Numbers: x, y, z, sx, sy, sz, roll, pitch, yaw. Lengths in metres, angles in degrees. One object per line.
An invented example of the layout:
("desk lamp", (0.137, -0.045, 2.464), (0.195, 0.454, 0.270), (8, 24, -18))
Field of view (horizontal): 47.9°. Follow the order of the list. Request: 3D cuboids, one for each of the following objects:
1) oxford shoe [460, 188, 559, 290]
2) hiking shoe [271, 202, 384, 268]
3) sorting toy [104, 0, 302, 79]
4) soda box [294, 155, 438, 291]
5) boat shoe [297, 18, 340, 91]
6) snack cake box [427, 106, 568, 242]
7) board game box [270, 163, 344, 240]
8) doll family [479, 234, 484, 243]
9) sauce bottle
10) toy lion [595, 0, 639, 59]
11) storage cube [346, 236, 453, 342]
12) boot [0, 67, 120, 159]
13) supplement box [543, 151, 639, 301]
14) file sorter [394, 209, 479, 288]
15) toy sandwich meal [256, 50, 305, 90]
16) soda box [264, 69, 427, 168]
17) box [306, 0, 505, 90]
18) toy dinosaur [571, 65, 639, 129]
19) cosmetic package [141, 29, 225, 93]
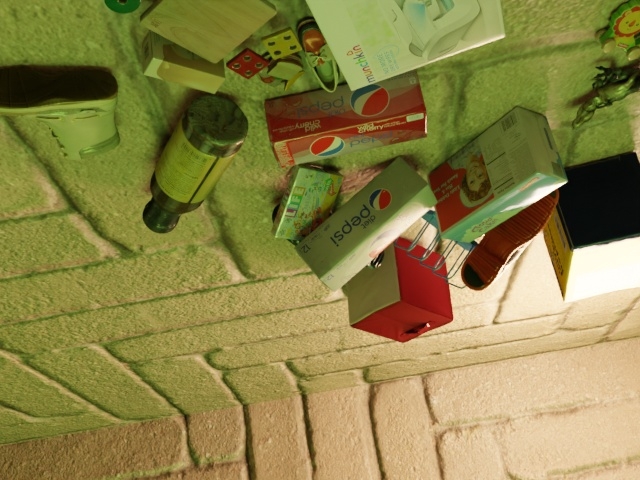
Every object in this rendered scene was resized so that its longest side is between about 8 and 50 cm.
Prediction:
("oxford shoe", (0.396, -0.014, 1.502), (0.271, 0.097, 0.098), (-52, 160, 21))
("hiking shoe", (0.000, 0.000, 1.606), (0.304, 0.113, 0.132), (26, 159, -34))
("sorting toy", (-0.147, -0.316, 0.984), (0.132, 0.046, 0.274), (-29, 148, 34))
("soda box", (0.093, -0.031, 1.453), (0.286, 0.098, 0.091), (-42, 150, 1))
("boat shoe", (-0.001, -0.282, 1.105), (0.049, 0.043, 0.137), (-12, 153, 10))
("snack cake box", (0.339, -0.121, 1.420), (0.089, 0.152, 0.264), (9, 149, -34))
("board game box", (-0.027, -0.073, 1.447), (0.103, 0.026, 0.154), (8, 114, -31))
("doll family", (0.380, -0.057, 1.634), (0.163, 0.118, 0.263), (-30, 159, 9))
("sauce bottle", (-0.240, -0.119, 1.281), (0.111, 0.111, 0.344), (7, 150, -30))
("toy lion", (0.503, -0.345, 1.164), (0.100, 0.034, 0.096), (7, 142, -30))
("storage cube", (0.194, 0.124, 1.816), (0.193, 0.215, 0.184), (21, 142, -36))
("boot", (-0.421, -0.190, 1.118), (0.213, 0.077, 0.165), (-5, 156, -15))
("supplement box", (0.645, -0.019, 1.682), (0.194, 0.195, 0.356), (-13, 153, 9))
("file sorter", (0.267, 0.017, 1.606), (0.170, 0.104, 0.118), (35, 177, -17))
("toy sandwich meal", (-0.062, -0.266, 1.133), (0.086, 0.029, 0.085), (-7, 154, -4))
("soda box", (0.043, -0.205, 1.219), (0.263, 0.092, 0.083), (-11, 155, 4))
("box", (0.096, -0.345, 0.920), (0.231, 0.126, 0.262), (-17, 154, 12))
("toy dinosaur", (0.551, -0.285, 1.264), (0.268, 0.064, 0.118), (-26, 164, 30))
("cosmetic package", (-0.201, -0.263, 1.060), (0.115, 0.060, 0.041), (8, 149, -34))
